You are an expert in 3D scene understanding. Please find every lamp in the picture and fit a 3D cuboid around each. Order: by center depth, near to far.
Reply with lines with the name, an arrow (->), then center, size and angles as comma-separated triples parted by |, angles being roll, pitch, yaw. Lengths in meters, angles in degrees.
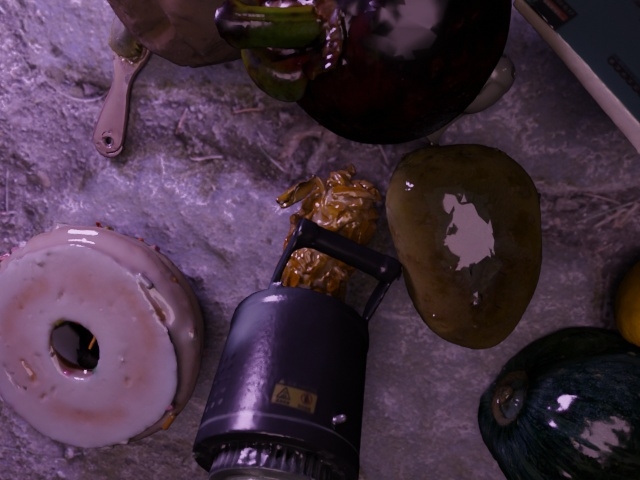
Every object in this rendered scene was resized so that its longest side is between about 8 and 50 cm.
lamp -> -0.037, 0.202, 0.644 | 0.205, 0.272, 0.374 | 24, 115, -14

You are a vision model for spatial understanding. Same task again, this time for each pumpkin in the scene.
pumpkin -> 0.407, 0.296, 0.729 | 0.263, 0.197, 0.293 | 32, 105, -2

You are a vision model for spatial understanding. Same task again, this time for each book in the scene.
book -> 0.429, -0.259, 0.585 | 0.379, 0.031, 0.264 | -36, 83, -21

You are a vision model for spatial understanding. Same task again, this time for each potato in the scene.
potato -> 0.207, 0.007, 0.710 | 0.210, 0.173, 0.307 | -8, 101, 7

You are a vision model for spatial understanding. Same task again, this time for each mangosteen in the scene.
mangosteen -> 0.058, -0.268, 0.585 | 0.306, 0.359, 0.306 | 7, 102, 34

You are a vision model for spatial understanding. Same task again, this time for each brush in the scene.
brush -> -0.315, -0.281, 0.777 | 0.072, 0.067, 0.312 | 22, 104, 2

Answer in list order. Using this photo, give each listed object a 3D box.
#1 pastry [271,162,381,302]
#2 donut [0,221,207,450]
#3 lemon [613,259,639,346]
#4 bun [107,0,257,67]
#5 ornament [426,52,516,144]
pastry -> 0.000, 0.000, 0.769 | 0.154, 0.102, 0.250 | 18, 104, 5
donut -> -0.369, 0.156, 0.823 | 0.383, 0.142, 0.382 | 1, 100, 7
lemon -> 0.525, 0.082, 0.690 | 0.170, 0.170, 0.207 | 45, 95, -3
bun -> -0.168, -0.376, 0.644 | 0.282, 0.205, 0.281 | -3, 100, -16
ornament -> 0.210, -0.208, 0.717 | 0.156, 0.081, 0.075 | -38, 99, 16
